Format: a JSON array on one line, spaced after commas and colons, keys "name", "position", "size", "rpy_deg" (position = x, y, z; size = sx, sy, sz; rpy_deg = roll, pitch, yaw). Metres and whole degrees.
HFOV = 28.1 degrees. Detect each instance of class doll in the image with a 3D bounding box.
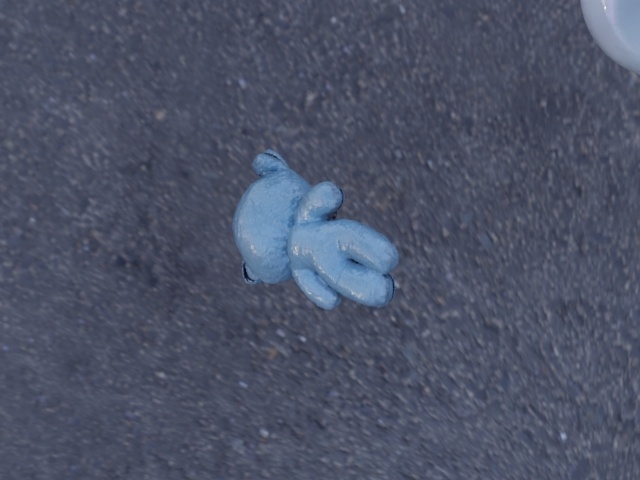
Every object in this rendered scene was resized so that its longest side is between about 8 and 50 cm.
[{"name": "doll", "position": [0.002, 0.000, 1.060], "size": [0.180, 0.075, 0.120], "rpy_deg": [20, 105, 34]}]

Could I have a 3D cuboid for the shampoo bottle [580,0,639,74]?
[{"name": "shampoo bottle", "position": [0.147, -0.135, 0.557], "size": [0.074, 0.192, 0.074], "rpy_deg": [4, 120, 7]}]
